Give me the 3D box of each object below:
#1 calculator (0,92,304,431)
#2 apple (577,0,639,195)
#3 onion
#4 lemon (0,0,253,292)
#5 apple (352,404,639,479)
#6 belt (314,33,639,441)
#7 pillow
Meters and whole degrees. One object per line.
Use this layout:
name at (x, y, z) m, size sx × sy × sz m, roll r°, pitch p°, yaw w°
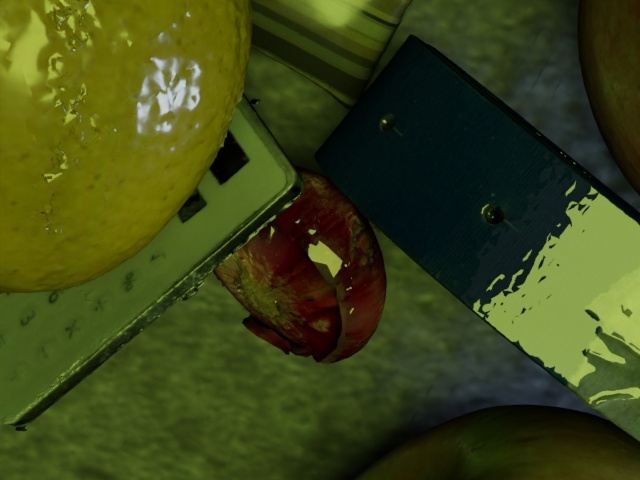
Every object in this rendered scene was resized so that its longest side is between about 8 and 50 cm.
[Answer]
calculator at (-0.138, -0.006, 0.965) m, size 0.262 × 0.161 × 0.021 m, roll -41°, pitch 142°, yaw 7°
apple at (0.305, -0.154, 0.868) m, size 0.269 × 0.345 × 0.345 m, roll 44°, pitch 100°, yaw 17°
onion at (0.000, 0.000, 0.999) m, size 0.140 × 0.150 × 0.150 m, roll -39°, pitch 109°, yaw -32°
lemon at (-0.176, -0.104, 0.857) m, size 0.258 × 0.258 × 0.310 m, roll 15°, pitch 112°, yaw -9°
apple at (0.135, 0.272, 0.978) m, size 0.319 × 0.319 × 0.277 m, roll -34°, pitch 105°, yaw 5°
belt at (0.163, 0.011, 0.948) m, size 0.347 × 0.212 × 0.117 m, roll 39°, pitch 99°, yaw -1°
pillow at (-0.015, -0.224, 0.953) m, size 0.208 × 0.052 × 0.212 m, roll 27°, pitch 106°, yaw -11°
